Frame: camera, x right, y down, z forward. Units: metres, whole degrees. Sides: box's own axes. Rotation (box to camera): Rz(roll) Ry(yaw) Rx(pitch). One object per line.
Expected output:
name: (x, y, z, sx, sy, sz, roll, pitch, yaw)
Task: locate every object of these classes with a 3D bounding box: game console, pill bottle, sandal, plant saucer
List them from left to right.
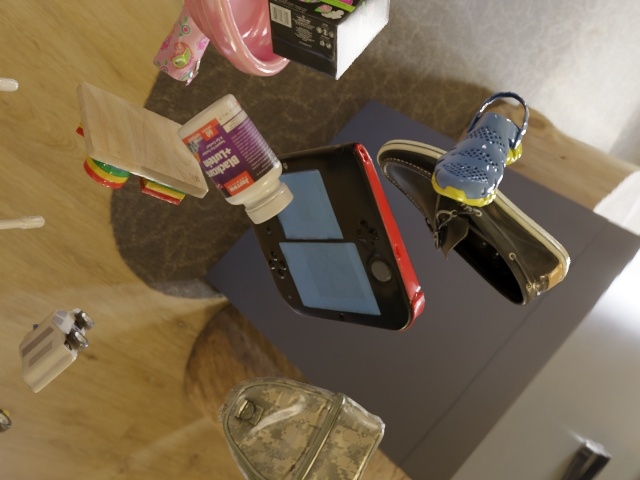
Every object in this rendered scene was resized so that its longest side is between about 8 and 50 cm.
pill bottle: (-0.130, -0.126, 1.014, 0.108, 0.108, 0.193, -41, 108, -15)
plant saucer: (-0.097, -0.388, 0.831, 0.332, 0.084, 0.331, 8, 90, -73)
game console: (0.000, 0.000, 1.164, 0.060, 0.387, 0.341, -37, 112, -33)
sandal: (0.299, -0.176, 1.159, 0.317, 0.126, 0.138, -50, 157, -45)

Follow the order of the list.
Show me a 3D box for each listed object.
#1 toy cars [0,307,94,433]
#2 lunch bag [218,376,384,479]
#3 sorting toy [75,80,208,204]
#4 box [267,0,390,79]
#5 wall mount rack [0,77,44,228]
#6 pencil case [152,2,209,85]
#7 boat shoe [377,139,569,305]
toy cars: (-0.468, 0.218, 0.936, 0.087, 0.177, 0.393, 49, 39, -18)
lunch bag: (-0.061, 0.352, 1.156, 0.212, 0.256, 0.305, -57, -179, -15)
sorting toy: (-0.395, -0.190, 1.341, 0.256, 0.257, 0.089, 21, 120, -39)
box: (0.009, -0.176, 0.483, 0.083, 0.062, 0.052, -53, 160, -28)
wall mount rack: (-0.539, -0.103, 0.809, 0.304, 0.130, 0.349, -11, 91, -20)
pencil case: (-0.335, -0.557, 1.677, 0.124, 0.124, 0.284, 2, 135, -45)
boat shoe: (0.313, -0.045, 1.415, 0.156, 0.500, 0.186, -45, 168, -19)
